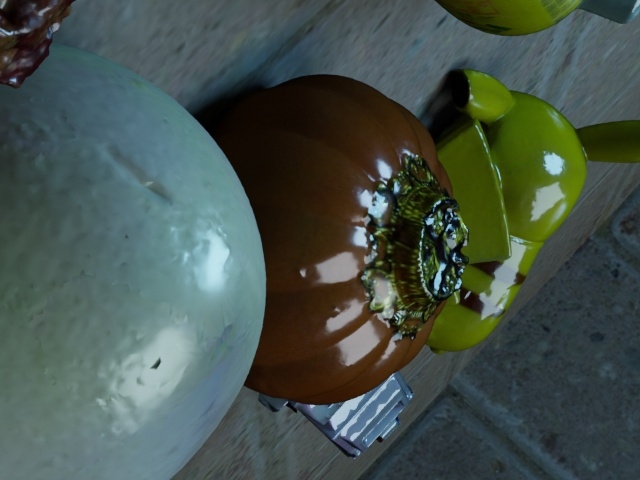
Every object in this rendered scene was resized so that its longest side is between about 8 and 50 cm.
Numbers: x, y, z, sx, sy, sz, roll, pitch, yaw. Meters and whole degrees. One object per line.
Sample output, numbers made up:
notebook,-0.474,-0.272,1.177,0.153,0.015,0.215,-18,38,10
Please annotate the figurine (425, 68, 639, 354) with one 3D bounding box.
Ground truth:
figurine,0.154,-0.034,1.371,0.327,0.218,0.169,-60,-157,18

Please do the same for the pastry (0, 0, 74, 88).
pastry,-0.121,-0.115,0.486,0.208,0.097,0.115,-44,155,-10

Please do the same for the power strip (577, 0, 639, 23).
power strip,0.237,-0.252,0.987,0.265,0.059,0.194,-82,-165,-67

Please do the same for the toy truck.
toy truck,0.003,0.122,1.336,0.124,0.155,0.268,-47,165,-4

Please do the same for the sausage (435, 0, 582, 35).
sausage,0.103,-0.201,0.844,0.123,0.123,0.347,-50,165,9

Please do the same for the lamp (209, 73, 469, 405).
lamp,0.000,0.000,0.924,0.223,0.196,0.223,-13,105,-55

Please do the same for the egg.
egg,-0.115,0.038,0.629,0.271,0.161,0.206,-66,157,-13
